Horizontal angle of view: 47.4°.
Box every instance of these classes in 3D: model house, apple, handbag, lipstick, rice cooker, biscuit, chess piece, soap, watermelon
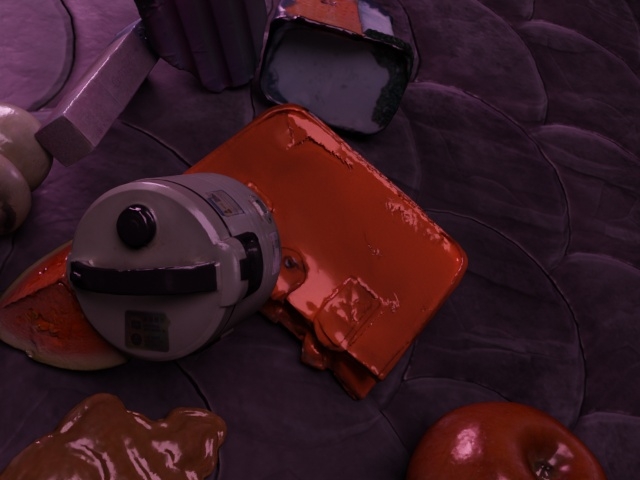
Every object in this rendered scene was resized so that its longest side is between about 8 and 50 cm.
[{"bbox_3d":[0.032,-0.362,1.328,0.253,0.185,0.291,14,43,-8],"label":"model house"},{"bbox_3d":[0.248,0.335,0.961,0.271,0.206,0.252,27,51,-4],"label":"apple"},{"bbox_3d":[0.000,0.000,1.111,0.410,0.116,0.303,42,55,5],"label":"handbag"},{"bbox_3d":[-0.316,-0.229,1.082,0.066,0.068,0.317,51,30,-28],"label":"lipstick"},{"bbox_3d":[-0.171,0.029,0.896,0.226,0.226,0.244,46,17,8],"label":"rice cooker"},{"bbox_3d":[-0.248,0.331,0.851,0.269,0.051,0.376,44,54,5],"label":"biscuit"},{"bbox_3d":[-0.455,-0.044,0.926,0.182,0.182,0.330,21,49,-10],"label":"chess piece"},{"bbox_3d":[-0.189,-0.376,1.145,0.192,0.324,0.109,-21,61,-6],"label":"soap"},{"bbox_3d":[-0.311,0.091,0.938,0.193,0.137,0.145,-44,114,-20],"label":"watermelon"}]
